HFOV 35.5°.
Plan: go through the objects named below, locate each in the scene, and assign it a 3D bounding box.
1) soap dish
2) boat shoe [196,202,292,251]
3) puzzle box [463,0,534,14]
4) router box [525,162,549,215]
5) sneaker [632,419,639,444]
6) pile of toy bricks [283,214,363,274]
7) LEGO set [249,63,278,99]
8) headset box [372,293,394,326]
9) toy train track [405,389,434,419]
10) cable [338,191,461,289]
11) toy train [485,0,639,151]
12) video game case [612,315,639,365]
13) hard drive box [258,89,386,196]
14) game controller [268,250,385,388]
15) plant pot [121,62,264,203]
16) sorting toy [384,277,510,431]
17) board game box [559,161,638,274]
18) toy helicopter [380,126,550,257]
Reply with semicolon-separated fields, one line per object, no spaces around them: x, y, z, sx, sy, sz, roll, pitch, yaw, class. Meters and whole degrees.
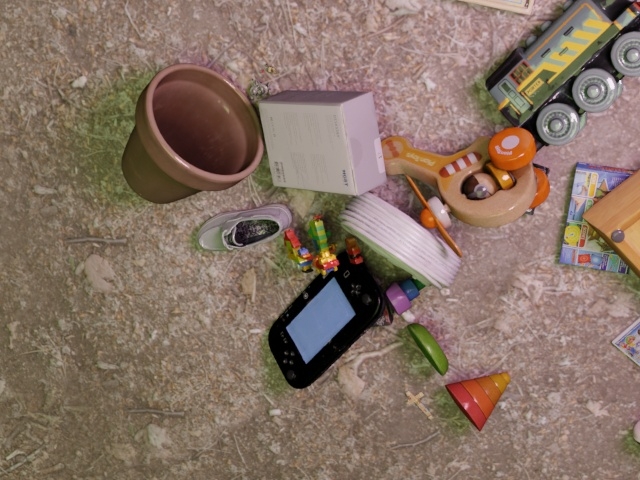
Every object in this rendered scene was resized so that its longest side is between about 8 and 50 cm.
0.658;-0.007;1.811;0.229;0.118;0.291;-41;103;21;soap dish
-0.171;-0.021;2.105;0.227;0.081;0.079;-16;107;22;boat shoe
0.282;-0.616;1.724;0.272;0.052;0.409;14;116;10;puzzle box
0.367;-0.112;1.925;0.122;0.038;0.092;19;117;8;router box
0.796;0.440;1.981;0.350;0.131;0.148;6;110;14;sneaker
0.000;0.000;2.015;0.118;0.212;0.105;-19;100;-18;pile of toy bricks
-0.119;-0.312;1.995;0.054;0.023;0.083;19;117;8;LEGO set
0.115;0.149;2.119;0.083;0.032;0.062;-8;110;19;headset box
0.217;0.363;2.191;0.048;0.014;0.083;-40;98;27;toy train track
0.156;0.001;1.918;0.257;0.257;0.089;35;90;-26;cable
0.451;-0.310;1.765;0.190;0.142;0.334;47;118;4;toy train
0.657;0.213;1.993;0.122;0.011;0.087;40;119;-3;video game case
0.001;-0.190;1.919;0.232;0.089;0.181;11;119;45;hard drive box
0.007;0.170;2.114;0.319;0.067;0.166;-47;66;28;game controller
-0.280;-0.187;1.999;0.263;0.263;0.229;48;136;-7;plant pot
0.277;0.217;2.080;0.126;0.127;0.365;-34;98;-3;sorting toy
0.539;-0.041;1.905;0.136;0.035;0.201;11;115;13;board game box
0.229;-0.109;1.852;0.355;0.235;0.140;24;157;40;toy helicopter
